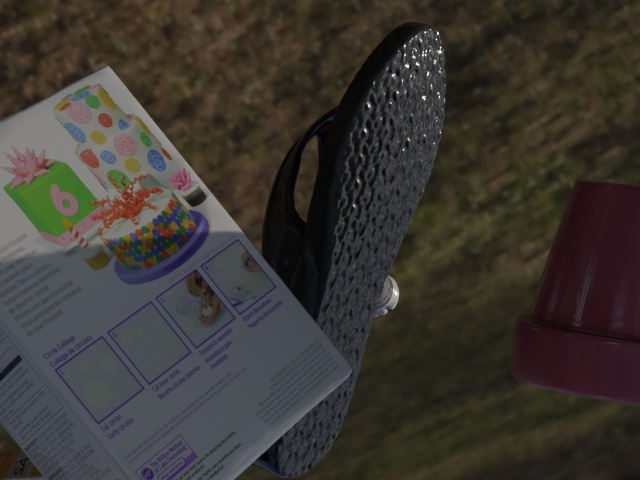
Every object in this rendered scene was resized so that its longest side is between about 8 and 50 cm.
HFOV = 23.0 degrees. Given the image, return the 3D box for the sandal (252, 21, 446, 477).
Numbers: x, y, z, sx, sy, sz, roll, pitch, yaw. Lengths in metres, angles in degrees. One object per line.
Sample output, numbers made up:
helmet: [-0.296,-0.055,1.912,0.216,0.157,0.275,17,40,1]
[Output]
sandal: [-0.002,0.001,1.470,0.167,0.107,0.445,4,107,-61]

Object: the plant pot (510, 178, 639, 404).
plant pot: [0.274,0.042,1.367,0.201,0.180,0.201,7,-176,0]

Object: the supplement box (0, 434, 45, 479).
supplement box: [-0.228,0.191,1.345,0.098,0.062,0.036,-8,127,22]

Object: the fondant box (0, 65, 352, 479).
fondant box: [-0.164,0.051,1.240,0.238,0.330,0.096,-37,179,-44]

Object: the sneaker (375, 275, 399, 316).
sneaker: [-0.008,0.044,1.589,0.170,0.063,0.075,-2,154,6]
